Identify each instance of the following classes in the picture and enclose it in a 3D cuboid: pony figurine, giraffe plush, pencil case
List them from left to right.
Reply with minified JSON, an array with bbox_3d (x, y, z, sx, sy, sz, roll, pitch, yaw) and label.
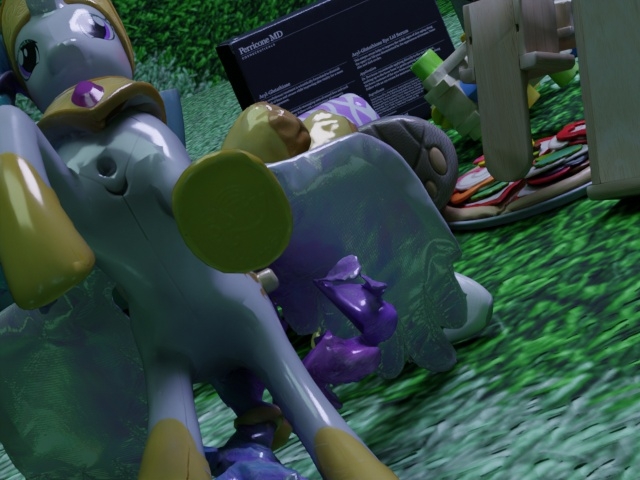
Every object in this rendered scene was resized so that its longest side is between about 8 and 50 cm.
[{"bbox_3d":[-0.064,0.024,0.697,0.302,0.351,0.363,-28,32,-4],"label":"pony figurine"},{"bbox_3d":[-0.020,-0.092,1.521,0.206,0.086,0.088,-29,-20,-33],"label":"pencil case"},{"bbox_3d":[0.000,0.000,1.001,0.170,0.181,0.210,19,28,39],"label":"giraffe plush"}]

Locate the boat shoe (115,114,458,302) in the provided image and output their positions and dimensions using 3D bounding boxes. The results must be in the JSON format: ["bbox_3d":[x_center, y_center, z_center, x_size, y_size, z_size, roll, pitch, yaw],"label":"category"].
[{"bbox_3d":[-0.030,-0.017,1.193,0.324,0.123,0.116,-17,4,10],"label":"boat shoe"}]

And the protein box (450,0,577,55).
[{"bbox_3d":[0.284,-0.308,1.733,0.199,0.136,0.201,-24,14,1],"label":"protein box"}]

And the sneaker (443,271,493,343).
[{"bbox_3d":[0.036,0.035,0.878,0.152,0.054,0.061,10,-10,11],"label":"sneaker"}]

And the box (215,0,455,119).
[{"bbox_3d":[0.029,-0.210,1.675,0.261,0.184,0.103,-25,14,-12],"label":"box"}]

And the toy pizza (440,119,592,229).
[{"bbox_3d":[0.185,-0.065,1.170,0.201,0.032,0.201,-22,13,5],"label":"toy pizza"}]

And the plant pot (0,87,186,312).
[{"bbox_3d":[-0.257,-0.020,1.339,0.290,0.195,0.290,-14,7,2],"label":"plant pot"}]

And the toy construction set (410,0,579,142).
[{"bbox_3d":[0.220,-0.205,1.404,0.327,0.151,0.215,-25,-14,-44],"label":"toy construction set"}]

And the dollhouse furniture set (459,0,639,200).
[{"bbox_3d":[0.343,-0.126,1.103,0.355,0.174,0.303,-3,-4,-44],"label":"dollhouse furniture set"}]
